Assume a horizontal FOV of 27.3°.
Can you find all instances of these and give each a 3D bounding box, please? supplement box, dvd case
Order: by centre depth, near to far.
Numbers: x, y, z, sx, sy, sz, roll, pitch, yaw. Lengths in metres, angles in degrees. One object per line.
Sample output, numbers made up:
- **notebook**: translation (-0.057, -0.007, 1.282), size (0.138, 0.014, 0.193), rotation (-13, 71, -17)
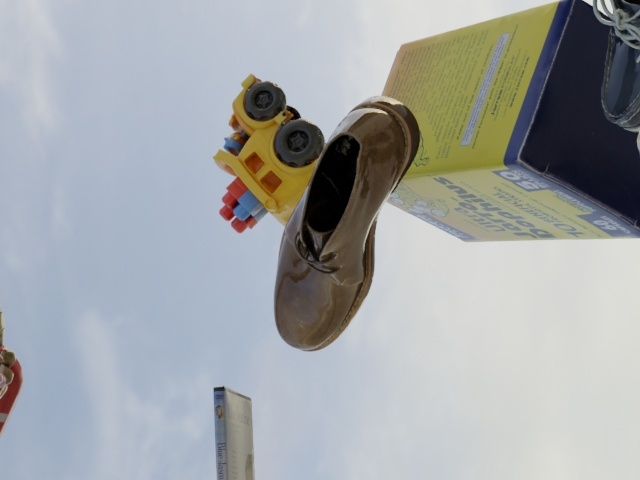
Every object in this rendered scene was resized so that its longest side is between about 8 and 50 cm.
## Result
- **supplement box**: translation (0.222, -0.123, 1.510), size (0.194, 0.356, 0.195), rotation (26, -102, -24)
- **dvd case**: translation (-0.139, 0.377, 2.181), size (0.180, 0.022, 0.253), rotation (46, -141, -73)

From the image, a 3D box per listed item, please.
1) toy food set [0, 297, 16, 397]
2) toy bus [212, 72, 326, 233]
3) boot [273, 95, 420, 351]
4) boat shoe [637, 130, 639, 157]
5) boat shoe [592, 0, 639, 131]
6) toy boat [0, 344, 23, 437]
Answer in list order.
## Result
- **toy food set**: translation (-0.387, 0.137, 1.583), size (0.078, 0.019, 0.122), rotation (-71, -20, -68)
- **toy bus**: translation (-0.095, -0.125, 2.115), size (0.211, 0.220, 0.149), rotation (-42, -20, 2)
- **boot**: translation (0.000, 0.000, 1.340), size (0.115, 0.112, 0.305), rotation (-40, -26, -54)
- **boat shoe**: translation (0.234, -0.059, 0.799), size (0.137, 0.049, 0.043), rotation (-26, -50, -44)
- **boat shoe**: translation (0.305, -0.219, 1.205), size (0.079, 0.095, 0.254), rotation (-6, -54, -38)
- **toy boat**: translation (-0.482, 0.230, 1.674), size (0.151, 0.151, 0.231), rotation (-122, 56, -82)
